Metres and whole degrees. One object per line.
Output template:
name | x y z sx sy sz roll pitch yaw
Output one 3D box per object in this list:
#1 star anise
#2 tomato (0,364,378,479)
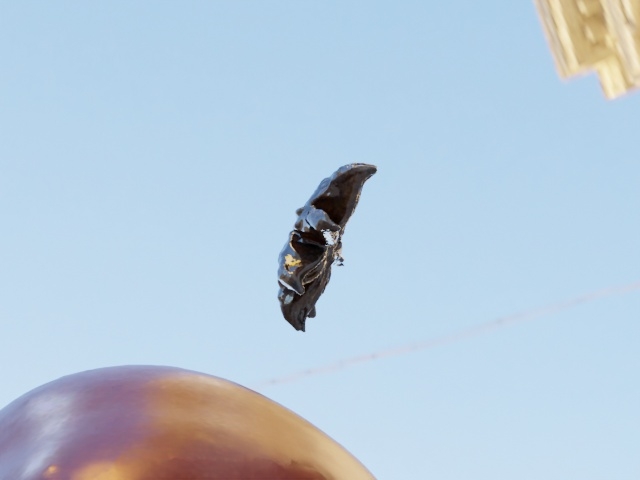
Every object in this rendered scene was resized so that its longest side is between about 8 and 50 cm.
star anise | -0.001 0.000 1.196 0.042 0.141 0.141 23 -58 4
tomato | -0.066 0.198 0.576 0.226 0.299 0.298 33 -64 -15
